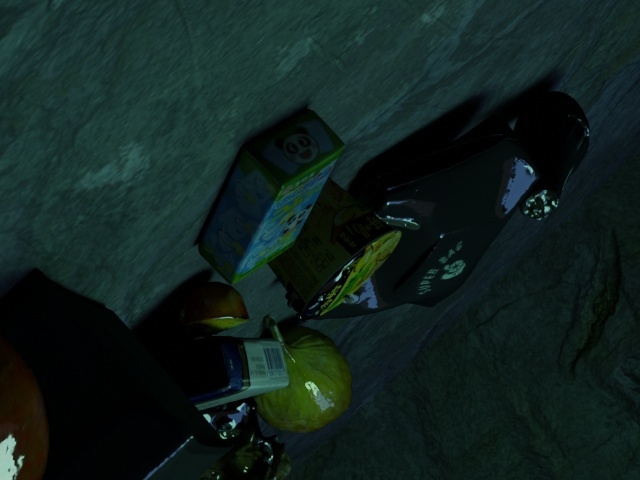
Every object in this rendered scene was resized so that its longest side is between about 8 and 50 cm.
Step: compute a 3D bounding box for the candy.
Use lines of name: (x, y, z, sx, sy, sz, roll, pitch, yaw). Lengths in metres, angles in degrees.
candy: (-0.053, -0.042, 1.516, 0.097, 0.062, 0.194, -33, 163, -34)

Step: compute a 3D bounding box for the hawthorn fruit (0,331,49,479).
hawthorn fruit: (-0.296, 0.120, 1.043, 0.210, 0.210, 0.262, -33, 147, -37)

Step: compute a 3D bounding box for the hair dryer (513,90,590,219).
hair dryer: (0.243, -0.063, 2.181, 0.359, 0.120, 0.303, -34, -159, 32)

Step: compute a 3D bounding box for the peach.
peach: (-0.132, 0.079, 1.687, 0.098, 0.061, 0.098, -13, 167, -3)

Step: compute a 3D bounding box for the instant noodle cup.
instant noodle cup: (0.000, 0.000, 1.682, 0.151, 0.122, 0.151, -39, 169, -9)

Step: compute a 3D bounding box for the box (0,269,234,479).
box: (-0.286, 0.227, 1.380, 0.345, 0.204, 0.251, -42, 168, -2)

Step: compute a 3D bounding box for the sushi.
sushi: (-0.152, 0.327, 2.091, 0.225, 0.218, 0.238, -29, 162, -33)

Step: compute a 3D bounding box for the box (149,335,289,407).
box: (-0.150, 0.164, 1.760, 0.168, 0.071, 0.259, -16, 171, 11)

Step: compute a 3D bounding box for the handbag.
handbag: (0.113, -0.012, 1.964, 0.288, 0.152, 0.342, -15, 149, -43)

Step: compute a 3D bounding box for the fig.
fig: (-0.042, 0.179, 2.182, 0.159, 0.159, 0.257, -40, 147, -11)
